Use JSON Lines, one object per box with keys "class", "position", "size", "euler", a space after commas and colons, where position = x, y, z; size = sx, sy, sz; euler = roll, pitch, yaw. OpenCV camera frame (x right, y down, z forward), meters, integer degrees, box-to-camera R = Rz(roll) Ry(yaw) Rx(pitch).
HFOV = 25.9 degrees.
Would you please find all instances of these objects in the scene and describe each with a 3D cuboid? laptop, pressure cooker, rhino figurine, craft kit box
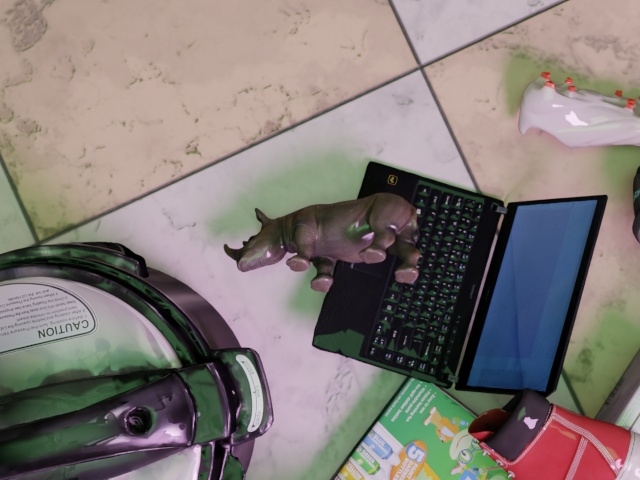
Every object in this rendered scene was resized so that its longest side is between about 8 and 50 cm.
{"class": "laptop", "position": [0.149, 0.036, 1.539], "size": [0.264, 0.136, 0.234], "euler": [17, 75, 3]}
{"class": "pressure cooker", "position": [-0.254, 0.194, 1.438], "size": [0.375, 0.420, 0.370], "euler": [34, 91, 4]}
{"class": "rhino figurine", "position": [0.000, 0.000, 1.570], "size": [0.243, 0.073, 0.106], "euler": [-5, 47, 24]}
{"class": "craft kit box", "position": [0.132, 0.318, 1.596], "size": [0.246, 0.061, 0.250], "euler": [36, 91, 1]}

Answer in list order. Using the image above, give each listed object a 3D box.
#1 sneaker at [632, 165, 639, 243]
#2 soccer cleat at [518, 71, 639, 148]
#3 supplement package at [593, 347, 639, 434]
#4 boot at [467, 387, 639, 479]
{"class": "sneaker", "position": [0.472, -0.029, 1.562], "size": [0.267, 0.106, 0.101], "euler": [13, 133, -15]}
{"class": "soccer cleat", "position": [0.323, -0.134, 1.599], "size": [0.196, 0.068, 0.076], "euler": [15, 118, -3]}
{"class": "supplement package", "position": [0.435, 0.237, 1.540], "size": [0.244, 0.134, 0.139], "euler": [34, 90, 4]}
{"class": "boot", "position": [0.221, 0.268, 1.484], "size": [0.176, 0.088, 0.244], "euler": [23, 122, 1]}
